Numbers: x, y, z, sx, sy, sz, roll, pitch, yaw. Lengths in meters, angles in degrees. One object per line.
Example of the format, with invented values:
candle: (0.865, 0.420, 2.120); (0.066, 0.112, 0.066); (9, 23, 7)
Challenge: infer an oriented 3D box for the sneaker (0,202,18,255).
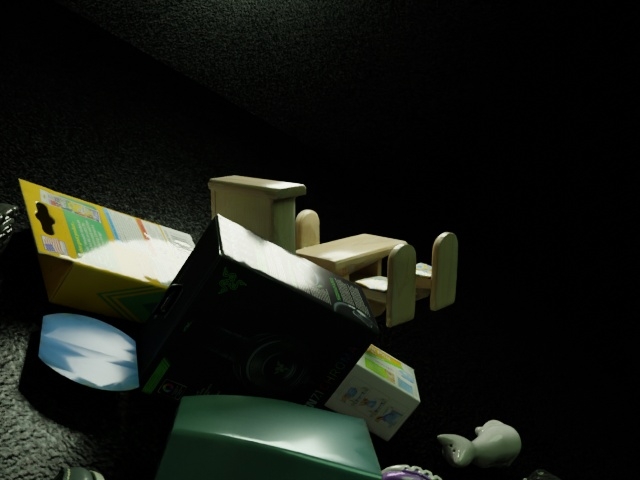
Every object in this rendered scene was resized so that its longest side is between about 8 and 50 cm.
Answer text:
sneaker: (-0.512, -0.003, 0.993); (0.130, 0.109, 0.286); (25, 11, -3)

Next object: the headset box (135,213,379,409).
headset box: (-0.106, 0.133, 1.113); (0.283, 0.246, 0.131); (29, 18, -23)

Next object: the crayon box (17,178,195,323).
crayon box: (-0.333, 0.032, 1.227); (0.323, 0.083, 0.203); (21, 22, -40)

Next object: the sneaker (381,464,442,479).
sneaker: (0.175, 0.432, 1.133); (0.236, 0.095, 0.104); (38, 25, 3)

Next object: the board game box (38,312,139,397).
board game box: (-0.314, 0.159, 1.024); (0.133, 0.033, 0.168); (21, 17, -25)

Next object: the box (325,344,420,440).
box: (0.063, 0.247, 1.370); (0.203, 0.103, 0.114); (32, 18, -12)

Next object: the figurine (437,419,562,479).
figurine: (0.330, 0.434, 1.424); (0.209, 0.092, 0.215); (10, 30, -46)

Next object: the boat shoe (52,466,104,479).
boat shoe: (-0.271, 0.289, 0.632); (0.099, 0.116, 0.319); (36, 22, -11)

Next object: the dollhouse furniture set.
dollhouse furniture set: (0.000, 0.000, 1.415); (0.362, 0.256, 0.394); (12, 17, 41)

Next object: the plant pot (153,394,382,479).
plant pot: (-0.074, 0.282, 0.901); (0.234, 0.165, 0.166); (19, 8, -8)
